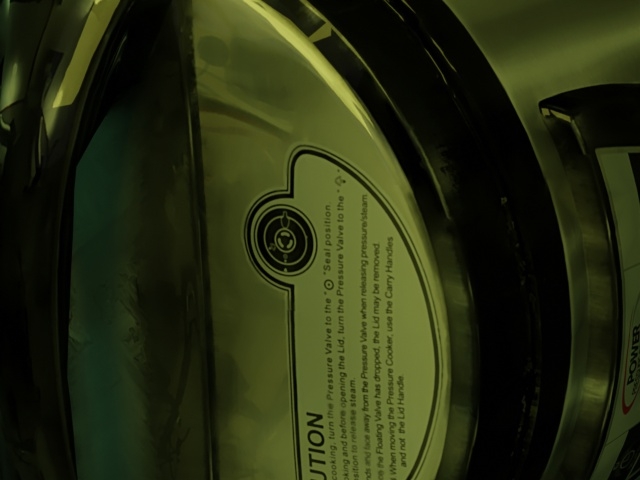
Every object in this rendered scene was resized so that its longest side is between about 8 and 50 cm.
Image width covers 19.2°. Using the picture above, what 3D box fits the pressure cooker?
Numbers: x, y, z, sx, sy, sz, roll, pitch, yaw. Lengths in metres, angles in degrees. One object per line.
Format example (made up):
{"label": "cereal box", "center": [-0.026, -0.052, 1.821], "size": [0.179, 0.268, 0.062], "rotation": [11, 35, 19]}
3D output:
{"label": "pressure cooker", "center": [-0.005, 0.001, 0.923], "size": [0.375, 0.420, 0.370], "rotation": [-43, 77, 37]}
